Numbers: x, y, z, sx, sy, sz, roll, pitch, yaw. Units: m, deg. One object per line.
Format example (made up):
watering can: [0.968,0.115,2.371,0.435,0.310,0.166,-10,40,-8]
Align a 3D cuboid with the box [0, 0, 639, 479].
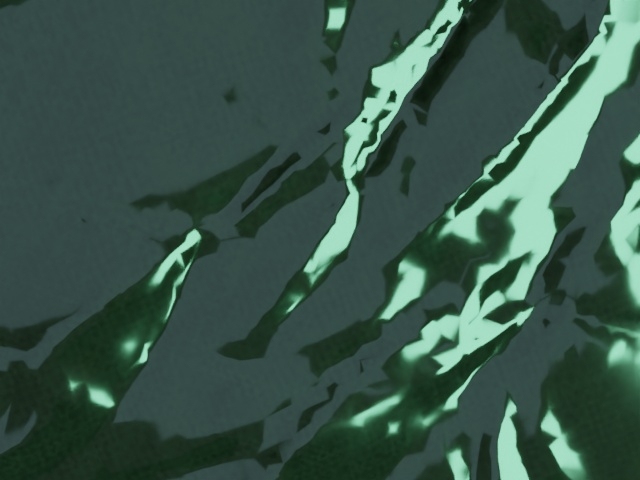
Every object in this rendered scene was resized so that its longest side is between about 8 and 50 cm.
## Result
box: [0.000,0.000,0.607,0.345,0.204,0.251,-24,103,-5]
